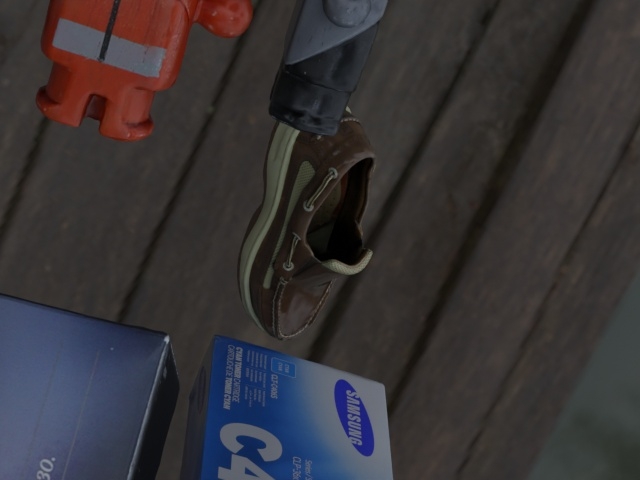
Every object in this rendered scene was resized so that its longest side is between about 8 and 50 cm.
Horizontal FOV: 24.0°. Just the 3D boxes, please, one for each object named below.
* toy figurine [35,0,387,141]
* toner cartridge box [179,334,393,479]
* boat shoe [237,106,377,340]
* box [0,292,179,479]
[{"bbox_3d":[-0.074,-0.149,0.688,0.209,0.213,0.148,-4,120,-46],"label":"toy figurine"},{"bbox_3d":[-0.028,0.214,1.192,0.165,0.348,0.075,18,116,-11],"label":"toner cartridge box"},{"bbox_3d":[-0.006,0.003,1.260,0.095,0.095,0.257,-26,143,-30],"label":"boat shoe"},{"bbox_3d":[-0.246,0.162,0.711,0.183,0.294,0.296,105,-1,-76],"label":"box"}]
